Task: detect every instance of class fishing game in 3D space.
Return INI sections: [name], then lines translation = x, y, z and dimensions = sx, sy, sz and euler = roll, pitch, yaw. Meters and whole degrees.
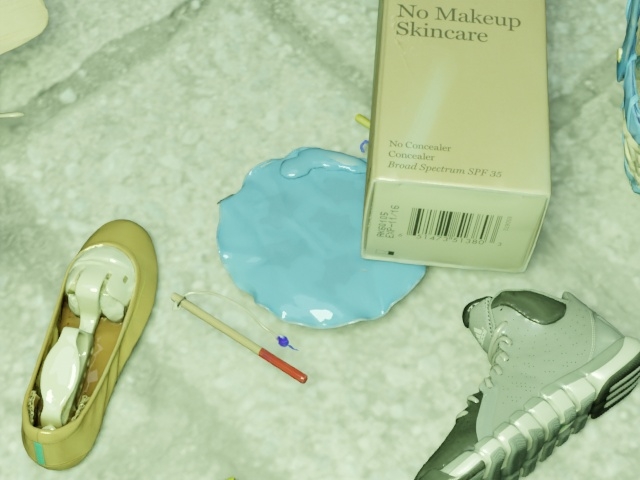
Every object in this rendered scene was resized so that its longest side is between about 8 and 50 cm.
[fishing game]
translation = 0.000, 0.000, 1.069
dimensions = 0.189, 0.041, 0.264
euler = 30, 59, 17

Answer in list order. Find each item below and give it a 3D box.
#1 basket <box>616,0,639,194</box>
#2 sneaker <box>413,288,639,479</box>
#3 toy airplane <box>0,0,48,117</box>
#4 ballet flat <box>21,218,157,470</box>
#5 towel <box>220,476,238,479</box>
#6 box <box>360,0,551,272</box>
[basket]
translation = 0.363, -0.144, 0.987
dimensions = 0.255, 0.289, 0.201
euler = 4, 62, 6
[sneaker]
translation = 0.136, 0.114, 0.984
dimensions = 0.229, 0.086, 0.132
euler = -29, 59, -24
[toy airplane]
translation = -0.444, -0.095, 1.009
dimensions = 0.386, 0.272, 0.384
euler = 18, 73, -25
[ballet flat]
translation = -0.187, 0.072, 1.018
dimensions = 0.080, 0.073, 0.232
euler = 8, 62, 6
[towel]
translation = -0.085, 0.298, 0.921
dimensions = 0.102, 0.021, 0.237
euler = -13, 62, -5
[box]
translation = 0.116, -0.137, 1.072
dimensions = 0.148, 0.121, 0.311
euler = 4, 57, 0
